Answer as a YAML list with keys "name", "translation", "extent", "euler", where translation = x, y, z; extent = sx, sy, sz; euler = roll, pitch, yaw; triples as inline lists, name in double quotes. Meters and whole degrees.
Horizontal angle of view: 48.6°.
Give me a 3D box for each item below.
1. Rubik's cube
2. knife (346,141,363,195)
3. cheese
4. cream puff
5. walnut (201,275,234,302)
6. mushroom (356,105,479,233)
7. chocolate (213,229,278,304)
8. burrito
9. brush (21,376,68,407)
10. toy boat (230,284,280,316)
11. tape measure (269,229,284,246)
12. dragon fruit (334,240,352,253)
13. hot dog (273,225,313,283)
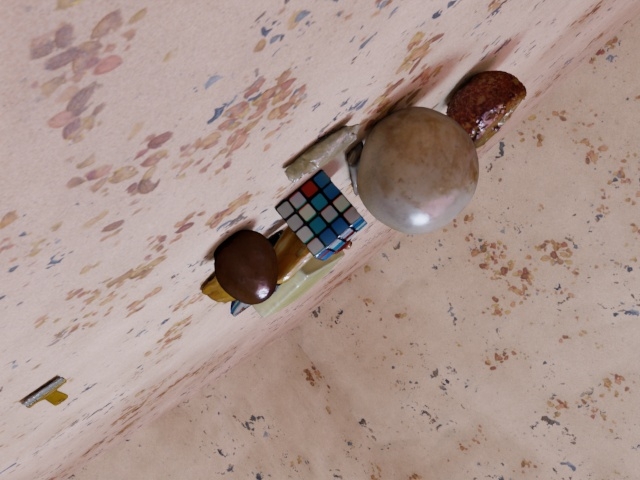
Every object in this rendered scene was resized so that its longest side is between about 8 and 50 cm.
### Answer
- name: "Rubik's cube"
  translation: [0.006, -0.057, 1.711]
  extent: [0.151, 0.155, 0.154]
  euler: [-39, 172, 5]
- name: "knife"
  translation: [0.097, -0.183, 1.831]
  extent: [0.365, 0.043, 0.089]
  euler: [49, 60, -79]
- name: "cheese"
  translation: [-0.082, 0.111, 2.311]
  extent: [0.242, 0.124, 0.265]
  euler: [-21, 162, -51]
- name: "cream puff"
  translation: [0.433, -0.357, 1.913]
  extent: [0.240, 0.164, 0.240]
  euler: [-52, 172, -10]
- name: "walnut"
  translation: [-0.211, 0.101, 1.861]
  extent: [0.211, 0.087, 0.167]
  euler: [-43, 174, 25]
- name: "mushroom"
  translation: [0.218, -0.165, 1.692]
  extent: [0.297, 0.297, 0.290]
  euler: [-38, -166, -6]
- name: "chocolate"
  translation: [-0.163, 0.065, 1.646]
  extent: [0.177, 0.176, 0.177]
  euler: [-37, 171, -7]
- name: "burrito"
  translation: [0.006, -0.181, 1.452]
  extent: [0.188, 0.045, 0.058]
  euler: [-39, 178, -7]
- name: "brush"
  translation: [-0.653, 0.379, 1.728]
  extent: [0.103, 0.013, 0.272]
  euler: [-35, 171, -18]
- name: "toy boat"
  translation: [-0.195, 0.153, 2.169]
  extent: [0.129, 0.088, 0.295]
  euler: [-27, 165, -51]
- name: "tape measure"
  translation: [-0.106, 0.025, 1.906]
  extent: [0.094, 0.091, 0.054]
  euler: [-54, -176, -23]
- name: "dragon fruit"
  translation: [0.000, 0.000, 2.100]
  extent: [0.246, 0.125, 0.125]
  euler: [-28, 170, -22]
- name: "hot dog"
  translation: [-0.056, 0.010, 1.838]
  extent: [0.269, 0.109, 0.072]
  euler: [-52, 153, 0]
